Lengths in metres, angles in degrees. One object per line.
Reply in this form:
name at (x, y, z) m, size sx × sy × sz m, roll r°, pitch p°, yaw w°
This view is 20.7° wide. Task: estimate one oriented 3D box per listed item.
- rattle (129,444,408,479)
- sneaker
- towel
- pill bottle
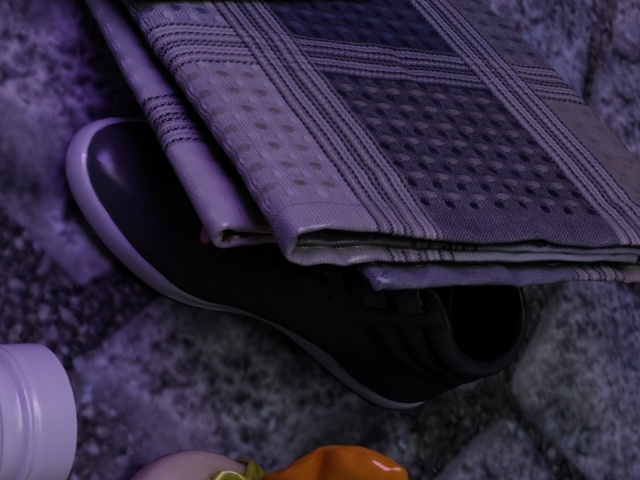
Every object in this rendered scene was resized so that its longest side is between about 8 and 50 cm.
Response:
rattle at (-0.065, 0.184, 0.930) m, size 0.200 × 0.143 × 0.130 m, roll -12°, pitch 102°, yaw -45°
sneaker at (0.000, 0.000, 1.024) m, size 0.296 × 0.147 × 0.104 m, roll 33°, pitch 59°, yaw -25°
towel at (0.035, -0.074, 1.029) m, size 0.312 × 0.056 × 0.324 m, roll 3°, pitch 35°, yaw -34°
pill bottle at (-0.217, 0.095, 0.856) m, size 0.180 × 0.108 × 0.108 m, roll -2°, pitch 78°, yaw -37°
